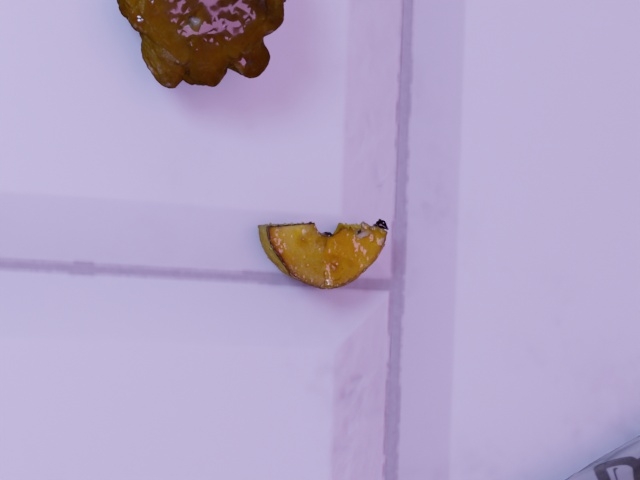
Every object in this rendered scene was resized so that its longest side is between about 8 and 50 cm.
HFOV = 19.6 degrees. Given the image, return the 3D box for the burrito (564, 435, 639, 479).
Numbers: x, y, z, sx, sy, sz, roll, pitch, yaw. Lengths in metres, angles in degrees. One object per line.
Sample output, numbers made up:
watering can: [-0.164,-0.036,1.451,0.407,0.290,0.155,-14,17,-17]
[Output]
burrito: [0.202,0.226,1.311,0.445,0.101,0.139,-24,104,-27]

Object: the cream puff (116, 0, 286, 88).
cream puff: [-0.076,-0.158,1.193,0.116,0.094,0.122,32,98,-19]

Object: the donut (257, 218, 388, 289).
donut: [0.000,0.000,1.252,0.083,0.038,0.067,-39,103,-27]
